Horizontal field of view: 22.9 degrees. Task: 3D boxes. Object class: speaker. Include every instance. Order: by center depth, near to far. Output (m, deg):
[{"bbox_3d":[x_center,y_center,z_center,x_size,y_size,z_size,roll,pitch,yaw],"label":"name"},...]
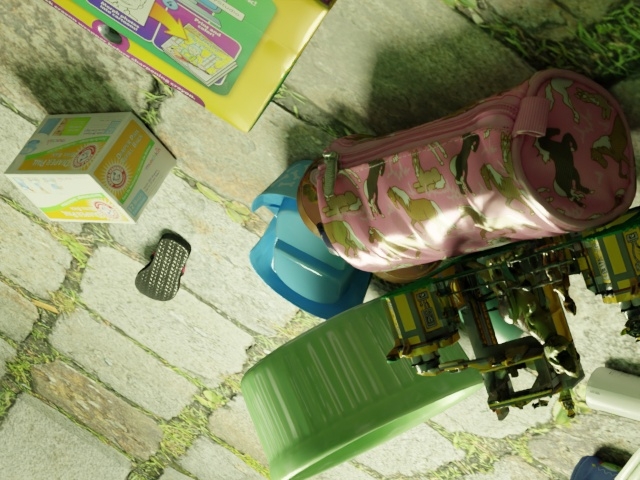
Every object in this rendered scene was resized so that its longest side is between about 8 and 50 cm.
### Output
[{"bbox_3d":[0.394,0.194,1.914,0.136,0.055,0.055,13,149,35],"label":"speaker"}]

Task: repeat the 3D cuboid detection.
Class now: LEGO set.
[{"bbox_3d":[0.241,0.094,1.571,0.331,0.255,0.192,-18,93,18],"label":"LEGO set"}]

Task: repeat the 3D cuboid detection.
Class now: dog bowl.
[{"bbox_3d":[0.000,0.000,1.991,0.166,0.074,0.297,28,156,10],"label":"dog bowl"}]

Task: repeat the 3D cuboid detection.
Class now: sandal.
[{"bbox_3d":[-0.231,0.037,2.382,0.067,0.040,0.179,29,141,-5],"label":"sandal"}]

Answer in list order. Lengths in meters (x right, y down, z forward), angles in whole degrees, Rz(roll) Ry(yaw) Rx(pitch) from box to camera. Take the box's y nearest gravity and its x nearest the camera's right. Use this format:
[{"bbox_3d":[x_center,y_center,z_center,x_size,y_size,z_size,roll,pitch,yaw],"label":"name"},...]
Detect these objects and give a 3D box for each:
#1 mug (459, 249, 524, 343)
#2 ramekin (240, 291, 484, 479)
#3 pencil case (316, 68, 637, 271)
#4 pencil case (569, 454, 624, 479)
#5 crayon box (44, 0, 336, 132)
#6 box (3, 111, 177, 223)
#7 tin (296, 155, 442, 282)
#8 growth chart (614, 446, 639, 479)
[{"bbox_3d":[0.216,0.037,1.766,0.097,0.158,0.129,38,179,7],"label":"mug"},{"bbox_3d":[0.046,0.183,2.011,0.148,0.303,0.303,63,158,11],"label":"ramekin"},{"bbox_3d":[0.147,-0.064,1.606,0.386,0.167,0.160,-12,90,57],"label":"pencil case"},{"bbox_3d":[0.470,0.398,2.117,0.306,0.133,0.119,21,-167,25],"label":"pencil case"},{"bbox_3d":[-0.162,-0.298,1.586,0.363,0.106,0.313,34,154,-4],"label":"crayon box"},{"bbox_3d":[-0.310,-0.097,2.124,0.203,0.114,0.103,2,142,46],"label":"box"},{"bbox_3d":[0.059,-0.025,1.835,0.189,0.106,0.040,34,156,-3],"label":"tin"},{"bbox_3d":[0.471,0.359,2.007,0.237,0.021,0.172,47,134,15],"label":"growth chart"}]
